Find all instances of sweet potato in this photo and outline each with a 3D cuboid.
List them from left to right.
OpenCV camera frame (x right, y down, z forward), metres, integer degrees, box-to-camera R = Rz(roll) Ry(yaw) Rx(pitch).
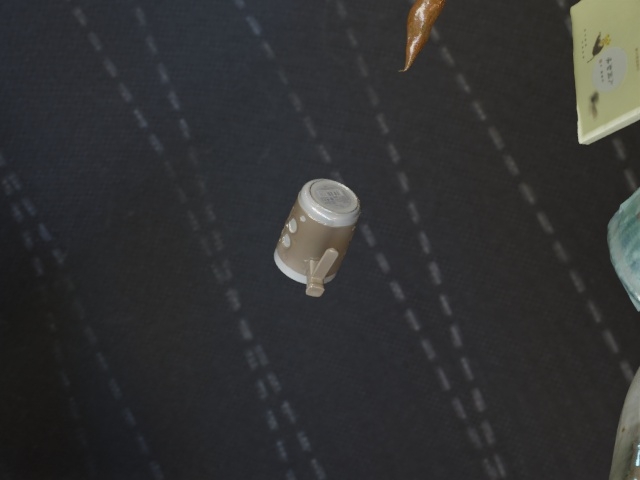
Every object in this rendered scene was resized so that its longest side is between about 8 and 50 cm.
[{"bbox_3d":[0.181,-0.390,2.071,0.056,0.195,0.056,22,8,-3],"label":"sweet potato"}]

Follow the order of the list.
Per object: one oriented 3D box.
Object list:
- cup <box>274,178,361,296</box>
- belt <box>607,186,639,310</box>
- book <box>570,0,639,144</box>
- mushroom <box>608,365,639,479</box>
[{"bbox_3d":[-0.007,-0.004,1.250,0.074,0.099,0.102,26,37,6],"label":"cup"},{"bbox_3d":[0.495,0.022,1.484,0.257,0.150,0.207,33,38,5],"label":"belt"},{"bbox_3d":[0.205,-0.130,0.802,0.014,0.077,0.111,13,66,-29],"label":"book"},{"bbox_3d":[0.397,0.266,1.324,0.122,0.159,0.329,46,56,-21],"label":"mushroom"}]
